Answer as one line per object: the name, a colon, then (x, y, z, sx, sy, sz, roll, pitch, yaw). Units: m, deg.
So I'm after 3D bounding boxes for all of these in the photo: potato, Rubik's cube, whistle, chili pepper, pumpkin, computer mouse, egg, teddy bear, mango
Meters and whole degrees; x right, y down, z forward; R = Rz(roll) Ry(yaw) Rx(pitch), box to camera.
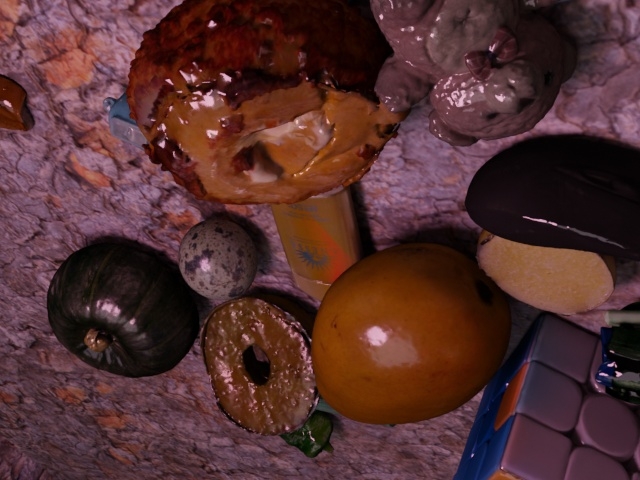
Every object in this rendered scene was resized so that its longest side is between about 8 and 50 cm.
potato: (0.314, 0.018, 1.311, 0.200, 0.081, 0.164, 32, 138, -12)
Rubik's cube: (0.395, 0.345, 1.499, 0.291, 0.290, 0.292, 25, 145, 3)
whistle: (-0.203, -0.155, 1.411, 0.273, 0.093, 0.186, 24, 135, 8)
chili pepper: (-0.071, 0.373, 2.032, 0.270, 0.099, 0.136, 42, 119, -12)
pumpkin: (-0.384, 0.144, 1.836, 0.300, 0.207, 0.300, 11, 137, 11)
computer mouse: (0.302, -0.060, 1.159, 0.269, 0.138, 0.086, 9, 152, 27)
egg: (-0.171, 0.037, 1.617, 0.132, 0.132, 0.172, 12, 153, 21)
teddy bear: (0.161, -0.221, 1.021, 0.236, 0.151, 0.267, -32, 117, 7)
mango: (0.125, 0.169, 1.484, 0.299, 0.232, 0.446, 3, 150, -15)

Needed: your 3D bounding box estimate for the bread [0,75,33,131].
bread: (-0.551, -0.229, 1.602, 0.129, 0.044, 0.126, 13, 145, 15)

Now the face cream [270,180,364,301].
face cream: (0.000, 0.000, 1.507, 0.139, 0.067, 0.285, 11, 143, 21)

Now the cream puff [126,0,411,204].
cream puff: (-0.071, -0.187, 1.150, 0.350, 0.229, 0.350, -12, 153, -6)

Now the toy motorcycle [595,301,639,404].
toy motorcycle: (0.536, 0.176, 1.262, 0.331, 0.196, 0.125, 9, 143, 22)

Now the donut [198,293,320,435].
donut: (-0.098, 0.219, 1.771, 0.272, 0.107, 0.272, 7, 107, 22)

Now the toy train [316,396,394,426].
toy train: (0.046, 0.305, 1.872, 0.248, 0.101, 0.159, 10, 158, 24)
